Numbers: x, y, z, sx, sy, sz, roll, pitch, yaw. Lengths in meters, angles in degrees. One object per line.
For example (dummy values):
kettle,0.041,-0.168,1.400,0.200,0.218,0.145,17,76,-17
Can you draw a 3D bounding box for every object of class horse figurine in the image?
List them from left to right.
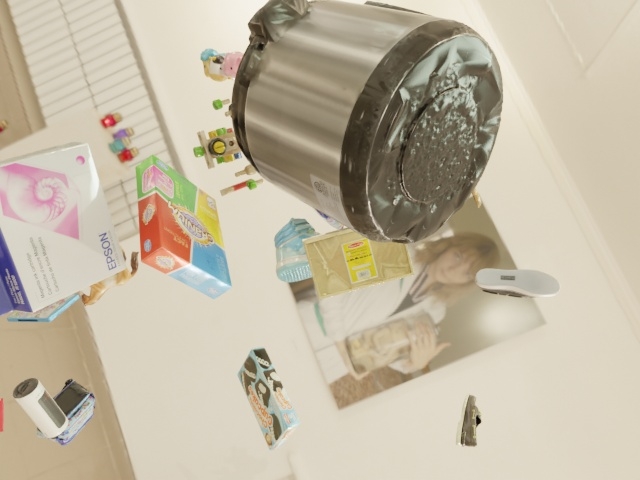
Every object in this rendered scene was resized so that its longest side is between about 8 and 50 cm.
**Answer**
horse figurine,-0.812,0.128,2.021,0.174,0.263,0.066,69,-18,-3

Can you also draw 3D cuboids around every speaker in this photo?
speaker,-0.592,0.355,1.114,0.055,0.055,0.136,-106,-178,-57

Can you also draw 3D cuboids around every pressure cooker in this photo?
pressure cooker,0.050,-0.228,0.929,0.420,0.376,0.369,31,-62,39

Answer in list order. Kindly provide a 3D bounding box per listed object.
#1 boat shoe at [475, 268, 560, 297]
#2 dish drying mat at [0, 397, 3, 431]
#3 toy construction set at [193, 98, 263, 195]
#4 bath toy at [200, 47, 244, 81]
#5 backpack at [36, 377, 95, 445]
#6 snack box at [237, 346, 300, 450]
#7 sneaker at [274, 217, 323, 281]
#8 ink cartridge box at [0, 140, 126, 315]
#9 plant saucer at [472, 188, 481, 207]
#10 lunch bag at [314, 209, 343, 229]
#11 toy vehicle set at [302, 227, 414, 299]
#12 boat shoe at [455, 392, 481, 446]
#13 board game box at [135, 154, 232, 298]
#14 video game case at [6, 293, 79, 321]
boat shoe,0.565,0.134,1.517,0.076,0.229,0.080,61,38,-51
dish drying mat,-0.837,0.453,1.361,0.008,0.032,0.083,101,-18,-75
toy construction set,-0.332,-0.285,1.792,0.257,0.237,0.308,32,-43,40
bath toy,-0.275,-0.592,1.763,0.348,0.151,0.129,22,-29,48
backpack,-0.748,0.521,1.544,0.117,0.173,0.158,31,39,5
snack box,-0.196,0.574,1.923,0.322,0.060,0.187,58,-43,31
sneaker,0.000,0.000,1.673,0.127,0.319,0.208,93,-16,-54
ink cartridge box,-0.621,-0.019,1.150,0.330,0.072,0.324,-33,124,-44
plant saucer,0.483,-0.141,1.637,0.083,0.015,0.083,60,16,-29
lunch bag,-0.034,-0.178,1.643,0.293,0.138,0.221,35,0,15
toy vehicle set,0.101,0.044,1.402,0.035,0.267,0.165,-103,179,-79
boat shoe,0.503,0.603,1.761,0.228,0.069,0.081,-48,140,-56
board game box,-0.344,-0.034,1.318,0.242,0.064,0.316,39,24,-48
video game case,-0.792,0.192,1.504,0.119,0.166,0.015,-56,137,-55
